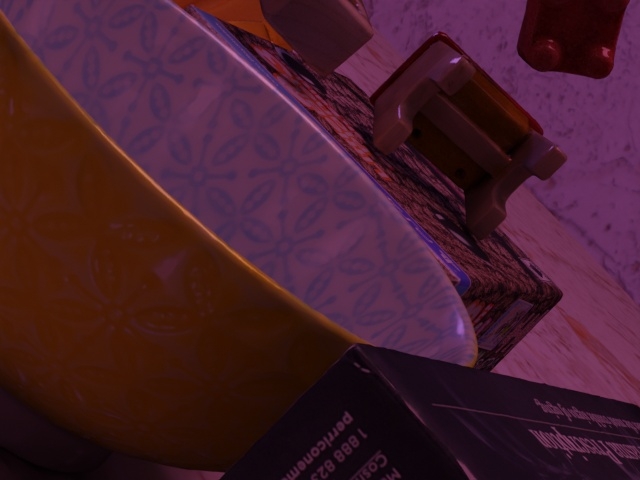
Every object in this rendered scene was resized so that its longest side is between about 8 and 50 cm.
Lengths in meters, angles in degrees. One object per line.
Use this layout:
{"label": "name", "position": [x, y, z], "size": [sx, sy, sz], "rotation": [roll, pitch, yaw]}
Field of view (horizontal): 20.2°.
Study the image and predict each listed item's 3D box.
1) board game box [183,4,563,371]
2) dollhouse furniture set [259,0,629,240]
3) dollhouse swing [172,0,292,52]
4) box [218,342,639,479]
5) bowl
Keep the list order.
{"label": "board game box", "position": [0.000, 0.000, 1.144], "size": [0.232, 0.141, 0.291], "rotation": [46, 11, 15]}
{"label": "dollhouse furniture set", "position": [0.035, -0.209, 1.090], "size": [0.374, 0.201, 0.152], "rotation": [41, 14, -21]}
{"label": "dollhouse swing", "position": [-0.076, -0.312, 1.349], "size": [0.315, 0.305, 0.346], "rotation": [-34, 101, -79]}
{"label": "box", "position": [0.116, 0.218, 0.648], "size": [0.312, 0.179, 0.343], "rotation": [49, 13, 22]}
{"label": "bowl", "position": [-0.089, 0.006, 0.767], "size": [0.289, 0.156, 0.289], "rotation": [41, 13, -11]}
